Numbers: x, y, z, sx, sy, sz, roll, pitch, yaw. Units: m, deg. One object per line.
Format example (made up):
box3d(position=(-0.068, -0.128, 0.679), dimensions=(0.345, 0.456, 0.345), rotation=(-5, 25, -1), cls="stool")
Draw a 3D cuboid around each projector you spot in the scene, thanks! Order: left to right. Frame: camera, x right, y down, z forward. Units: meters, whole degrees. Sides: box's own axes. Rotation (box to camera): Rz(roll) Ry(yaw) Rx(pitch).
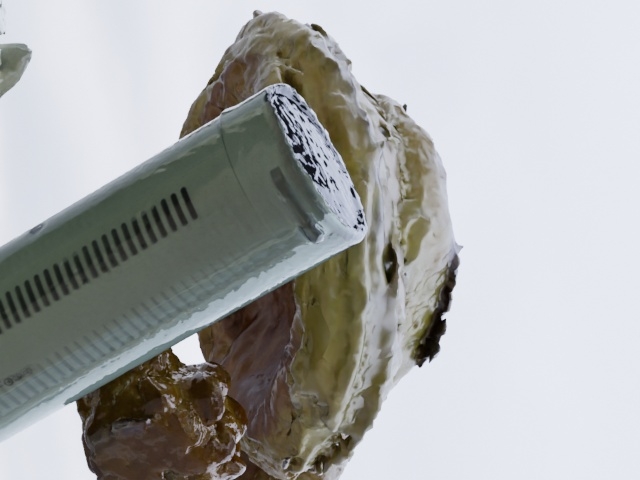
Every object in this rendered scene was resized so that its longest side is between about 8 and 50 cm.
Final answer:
box3d(position=(-0.137, 0.032, 1.178), dimensions=(0.108, 0.337, 0.108), rotation=(52, 19, -26), cls="projector")

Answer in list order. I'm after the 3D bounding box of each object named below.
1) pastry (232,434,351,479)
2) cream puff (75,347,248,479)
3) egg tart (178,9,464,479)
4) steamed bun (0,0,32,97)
box3d(position=(-0.046, 0.163, 1.601), dimensions=(0.153, 0.153, 0.081), rotation=(-115, -179, -47), cls="pastry")
box3d(position=(-0.105, 0.113, 1.276), dimensions=(0.116, 0.122, 0.094), rotation=(-59, -163, 30), cls="cream puff")
box3d(position=(0.000, 0.000, 1.430), dimensions=(0.352, 0.150, 0.352), rotation=(178, -90, -70), cls="egg tart")
box3d(position=(-0.319, -0.142, 1.049), dimensions=(0.312, 0.233, 0.334), rotation=(60, 39, -30), cls="steamed bun")
